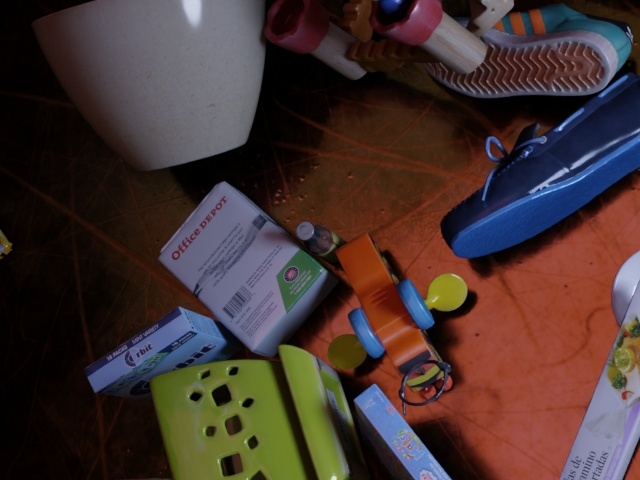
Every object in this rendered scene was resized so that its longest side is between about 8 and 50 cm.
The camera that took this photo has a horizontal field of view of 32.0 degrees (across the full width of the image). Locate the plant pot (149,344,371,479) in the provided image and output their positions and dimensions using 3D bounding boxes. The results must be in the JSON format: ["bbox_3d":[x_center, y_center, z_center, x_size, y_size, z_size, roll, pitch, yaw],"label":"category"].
[{"bbox_3d":[-0.065,0.262,1.441,0.207,0.227,0.228,-20,71,7],"label":"plant pot"}]

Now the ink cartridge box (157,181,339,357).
[{"bbox_3d":[-0.103,0.040,1.576,0.208,0.087,0.153,42,93,22],"label":"ink cartridge box"}]

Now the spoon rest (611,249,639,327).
[{"bbox_3d":[0.498,0.064,1.367,0.276,0.084,0.137,-5,75,17],"label":"spoon rest"}]

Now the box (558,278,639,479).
[{"bbox_3d":[0.363,0.205,1.356,0.063,0.067,0.324,23,97,28],"label":"box"}]

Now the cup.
[{"bbox_3d":[-0.213,-0.233,1.586,0.331,0.331,0.237,-12,100,16],"label":"cup"}]

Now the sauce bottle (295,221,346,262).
[{"bbox_3d":[0.000,0.000,1.528,0.042,0.128,0.042,-5,74,18],"label":"sauce bottle"}]

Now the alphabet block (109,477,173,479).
[{"bbox_3d":[-0.267,0.418,1.487,0.197,0.192,0.193,-6,77,17],"label":"alphabet block"}]

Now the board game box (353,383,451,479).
[{"bbox_3d":[0.107,0.276,1.379,0.039,0.211,0.160,-35,67,-11],"label":"board game box"}]

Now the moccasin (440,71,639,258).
[{"bbox_3d":[0.300,-0.097,1.465,0.342,0.137,0.117,-29,65,-5],"label":"moccasin"}]

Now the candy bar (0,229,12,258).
[{"bbox_3d":[-0.541,-0.035,1.781,0.040,0.018,0.161,-43,68,9],"label":"candy bar"}]

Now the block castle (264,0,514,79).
[{"bbox_3d":[0.116,-0.451,1.488,0.303,0.213,0.453,8,75,49],"label":"block castle"}]

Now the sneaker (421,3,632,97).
[{"bbox_3d":[0.278,-0.261,1.519,0.302,0.108,0.121,13,37,36],"label":"sneaker"}]

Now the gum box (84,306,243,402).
[{"bbox_3d":[-0.210,0.162,1.530,0.157,0.184,0.041,-33,69,8],"label":"gum box"}]

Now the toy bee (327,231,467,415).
[{"bbox_3d":[0.102,0.137,1.466,0.195,0.162,0.298,-15,47,21],"label":"toy bee"}]
